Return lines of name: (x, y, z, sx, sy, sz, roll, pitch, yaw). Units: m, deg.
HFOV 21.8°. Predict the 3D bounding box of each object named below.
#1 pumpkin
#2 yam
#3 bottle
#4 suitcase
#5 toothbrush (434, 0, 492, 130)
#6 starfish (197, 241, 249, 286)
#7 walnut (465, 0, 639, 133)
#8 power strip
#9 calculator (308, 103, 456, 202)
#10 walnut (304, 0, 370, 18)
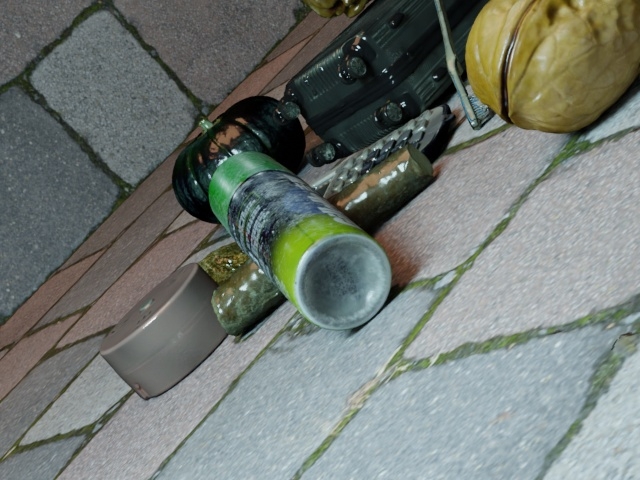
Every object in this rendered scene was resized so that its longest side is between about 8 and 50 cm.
pumpkin: (-0.115, -0.114, 2.282, 0.202, 0.140, 0.202, -38, 11, 8)
yam: (0.000, 0.000, 1.710, 0.274, 0.061, 0.061, -37, 13, 15)
bottle: (-0.029, -0.008, 1.579, 0.093, 0.093, 0.330, -42, 24, -3)
suitcase: (0.097, -0.229, 2.024, 0.202, 0.128, 0.312, -28, 16, 52)
toothbrush: (0.146, -0.210, 1.827, 0.028, 0.026, 0.294, -26, 38, 9)
starfish: (-0.131, 0.047, 2.009, 0.217, 0.050, 0.223, -57, 13, -28)
walnut: (0.206, -0.170, 1.443, 0.180, 0.144, 0.144, -49, 13, -18)
power strip: (-0.167, 0.097, 1.838, 0.154, 0.078, 0.154, -41, 11, 10)
calculator: (0.043, -0.067, 1.844, 0.268, 0.040, 0.177, -35, 14, 26)
walnut: (0.055, -0.329, 2.045, 0.170, 0.069, 0.143, -32, 11, 36)
